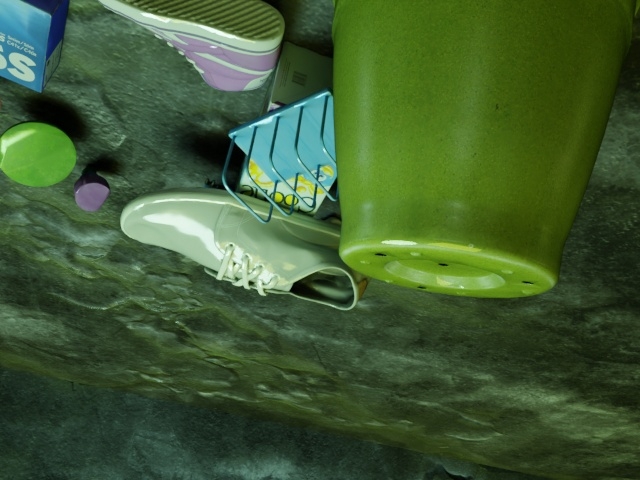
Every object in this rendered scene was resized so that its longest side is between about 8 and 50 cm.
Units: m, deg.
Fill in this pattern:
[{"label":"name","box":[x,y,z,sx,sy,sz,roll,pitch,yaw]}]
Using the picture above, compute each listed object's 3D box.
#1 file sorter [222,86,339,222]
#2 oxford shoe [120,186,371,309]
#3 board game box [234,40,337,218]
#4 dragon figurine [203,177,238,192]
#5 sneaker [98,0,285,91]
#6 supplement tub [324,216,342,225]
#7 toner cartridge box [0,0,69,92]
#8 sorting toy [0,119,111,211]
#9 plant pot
[{"label":"file sorter","box":[-0.033,-0.108,0.794,0.170,0.105,0.118,-17,139,28]},{"label":"oxford shoe","box":[-0.114,0.020,0.967,0.448,0.130,0.169,14,148,-10]},{"label":"board game box","box":[-0.042,-0.155,0.944,0.141,0.145,0.275,17,144,-13]},{"label":"dragon figurine","box":[-0.192,-0.045,1.122,0.288,0.144,0.085,-8,141,21]},{"label":"sneaker","box":[-0.200,-0.296,0.823,0.281,0.102,0.161,23,157,-6]},{"label":"supplement tub","box":[0.000,0.000,1.210,0.107,0.071,0.071,-27,132,38]},{"label":"toner cartridge box","box":[-0.554,-0.361,0.817,0.347,0.075,0.165,22,141,-18]},{"label":"sorting toy","box":[-0.529,-0.194,1.023,0.127,0.126,0.365,-40,135,6]},{"label":"plant pot","box":[0.165,-0.125,0.670,0.365,0.354,0.366,9,167,2]}]
